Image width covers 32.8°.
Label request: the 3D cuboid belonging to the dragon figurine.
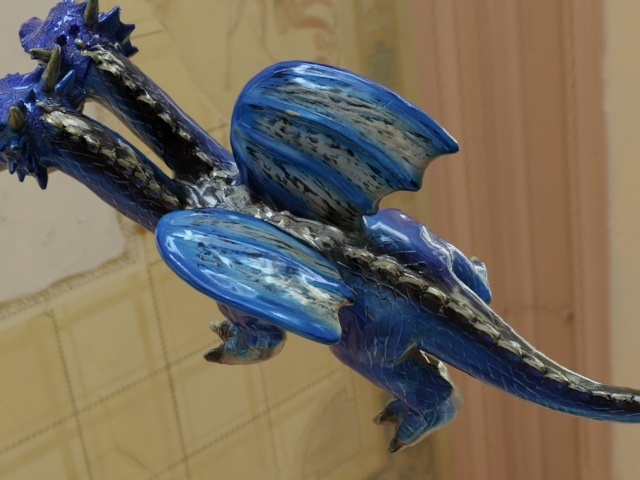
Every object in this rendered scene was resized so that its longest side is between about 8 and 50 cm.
[{"bbox_3d":[0.000,0.000,0.367,0.085,0.289,0.144,-58,-32,-17],"label":"dragon figurine"}]
